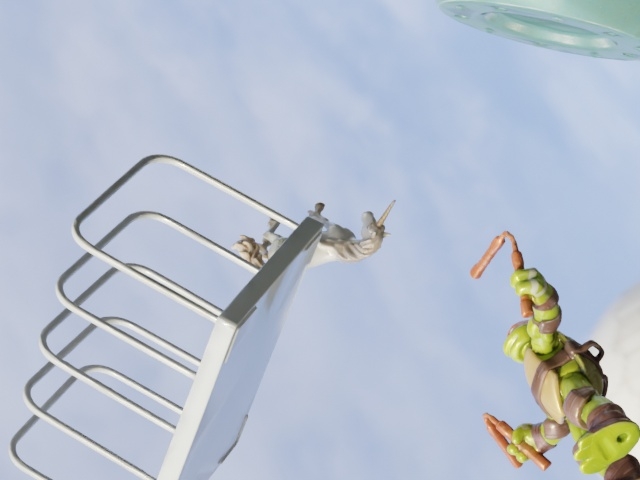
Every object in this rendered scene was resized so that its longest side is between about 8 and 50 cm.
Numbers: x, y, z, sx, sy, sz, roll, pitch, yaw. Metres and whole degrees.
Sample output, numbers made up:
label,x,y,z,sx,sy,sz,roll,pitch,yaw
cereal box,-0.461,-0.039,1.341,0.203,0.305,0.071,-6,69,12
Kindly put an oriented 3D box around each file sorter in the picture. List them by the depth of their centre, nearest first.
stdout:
label,x,y,z,sx,sy,sz,roll,pitch,yaw
file sorter,-0.147,0.095,1.733,0.173,0.277,0.193,28,-145,10

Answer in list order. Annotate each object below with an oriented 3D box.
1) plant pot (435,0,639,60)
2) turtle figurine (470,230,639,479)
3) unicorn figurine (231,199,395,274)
label,x,y,z,sx,sy,sz,roll,pitch,yaw
plant pot,0.206,-0.274,1.527,0.293,0.293,0.235,14,-92,-48
turtle figurine,0.207,0.136,1.632,0.087,0.269,0.217,-14,-142,-14
unicorn figurine,0.000,0.000,1.925,0.060,0.162,0.111,60,179,-30
